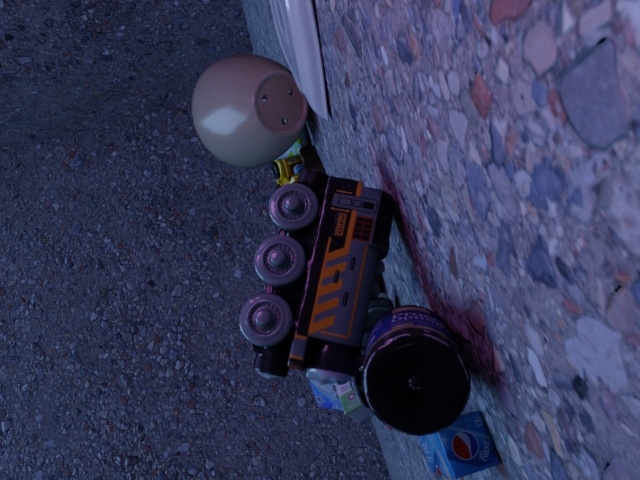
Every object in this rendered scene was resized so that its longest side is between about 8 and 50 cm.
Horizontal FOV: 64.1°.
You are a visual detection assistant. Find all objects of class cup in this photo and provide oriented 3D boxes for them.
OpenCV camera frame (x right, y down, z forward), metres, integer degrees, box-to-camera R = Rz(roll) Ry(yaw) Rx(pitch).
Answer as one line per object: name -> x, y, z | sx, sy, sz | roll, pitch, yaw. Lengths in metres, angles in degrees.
cup -> -0.164, -0.372, 1.442 | 0.237, 0.331, 0.331 | 12, 122, 56

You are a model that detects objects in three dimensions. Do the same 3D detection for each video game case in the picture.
video game case -> 0.086, 0.471, 1.722 | 0.061, 0.269, 0.244 | -48, -51, -51

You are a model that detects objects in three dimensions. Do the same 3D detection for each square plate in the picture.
square plate -> -0.065, -0.488, 1.115 | 0.344, 0.049, 0.347 | 78, 173, -51

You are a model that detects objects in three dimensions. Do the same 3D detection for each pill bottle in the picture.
pill bottle -> 0.119, 0.153, 0.668 | 0.219, 0.122, 0.123 | -27, -80, -82

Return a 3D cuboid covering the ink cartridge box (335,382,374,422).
ink cartridge box -> 0.111, 0.328, 1.312 | 0.093, 0.154, 0.212 | 46, -162, -44

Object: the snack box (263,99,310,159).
snack box -> -0.142, -0.381, 1.718 | 0.070, 0.174, 0.207 | -42, -60, -56

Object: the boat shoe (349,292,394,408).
boat shoe -> 0.115, 0.246, 1.103 | 0.099, 0.116, 0.320 | -107, 15, -48

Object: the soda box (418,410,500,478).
soda box -> 0.198, 0.306, 0.766 | 0.210, 0.067, 0.071 | 81, 171, -68

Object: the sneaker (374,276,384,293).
sneaker -> 0.093, 0.039, 1.149 | 0.118, 0.083, 0.222 | 33, 137, 54

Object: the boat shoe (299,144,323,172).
boat shoe -> -0.023, -0.225, 1.604 | 0.060, 0.064, 0.178 | 69, -174, -50

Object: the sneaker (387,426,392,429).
sneaker -> 0.206, 0.485, 1.483 | 0.128, 0.087, 0.221 | 63, -174, 13

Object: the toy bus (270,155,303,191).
toy bus -> -0.070, -0.208, 1.824 | 0.211, 0.149, 0.220 | 42, 149, 56

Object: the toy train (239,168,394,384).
toy train -> 0.000, 0.052, 0.782 | 0.142, 0.190, 0.334 | 73, -152, -72
